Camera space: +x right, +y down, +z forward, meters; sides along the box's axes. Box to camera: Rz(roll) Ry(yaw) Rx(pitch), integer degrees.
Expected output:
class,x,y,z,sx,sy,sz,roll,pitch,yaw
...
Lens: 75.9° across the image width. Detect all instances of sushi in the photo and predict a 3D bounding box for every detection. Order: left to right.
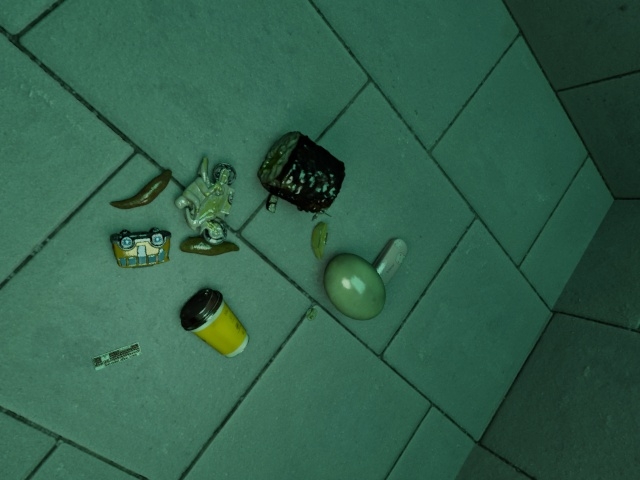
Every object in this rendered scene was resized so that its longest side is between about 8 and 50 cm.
class,x,y,z,sx,sy,sz,roll,pitch,yaw
sushi,-0.214,-0.165,1.801,0.045,0.044,0.084,13,86,-6
sushi,-0.073,-0.275,1.715,0.294,0.299,0.281,32,95,-27

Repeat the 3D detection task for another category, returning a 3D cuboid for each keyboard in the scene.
class,x,y,z,sx,sy,sz,roll,pitch,yaw
keyboard,-0.777,0.445,1.571,0.165,0.017,0.055,-17,102,-25

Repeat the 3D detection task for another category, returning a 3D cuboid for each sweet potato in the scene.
class,x,y,z,sx,sy,sz,roll,pitch,yaw
sweet potato,-0.662,-0.181,1.557,0.255,0.058,0.078,-38,93,-17
sweet potato,-0.445,0.023,1.674,0.243,0.077,0.077,4,93,-26

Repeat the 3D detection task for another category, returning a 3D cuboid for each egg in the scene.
class,x,y,z,sx,sy,sz,roll,pitch,yaw
egg,0.158,0.217,1.896,0.258,0.258,0.352,-40,113,-19

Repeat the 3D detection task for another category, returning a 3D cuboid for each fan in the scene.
class,x,y,z,sx,sy,sz,roll,pitch,yaw
fan,-0.052,0.348,1.939,0.080,0.003,0.060,11,88,-28

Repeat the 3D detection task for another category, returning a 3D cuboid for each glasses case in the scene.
class,x,y,z,sx,sy,sz,roll,pitch,yaw
glasses case,0.339,0.121,2.078,0.113,0.075,0.297,42,76,-25

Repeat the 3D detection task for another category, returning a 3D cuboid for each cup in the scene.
class,x,y,z,sx,sy,sz,roll,pitch,yaw
cup,-0.421,0.340,1.658,0.196,0.196,0.280,-44,120,-17

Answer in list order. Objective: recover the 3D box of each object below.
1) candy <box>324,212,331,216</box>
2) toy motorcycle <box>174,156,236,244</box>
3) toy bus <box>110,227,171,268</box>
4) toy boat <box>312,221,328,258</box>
class,x,y,z,sx,sy,sz,roll,pitch,yaw
candy,0.009,-0.135,1.918,0.122,0.035,0.035,30,124,-35
toy motorcycle,-0.456,-0.163,1.628,0.222,0.108,0.341,13,78,-18
toy bus,-0.665,0.031,1.536,0.209,0.126,0.136,-7,106,-27
toy boat,0.000,0.000,1.906,0.066,0.065,0.172,6,94,-47
